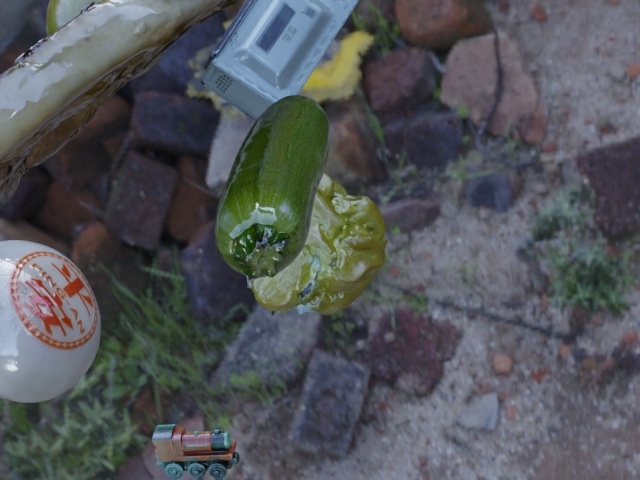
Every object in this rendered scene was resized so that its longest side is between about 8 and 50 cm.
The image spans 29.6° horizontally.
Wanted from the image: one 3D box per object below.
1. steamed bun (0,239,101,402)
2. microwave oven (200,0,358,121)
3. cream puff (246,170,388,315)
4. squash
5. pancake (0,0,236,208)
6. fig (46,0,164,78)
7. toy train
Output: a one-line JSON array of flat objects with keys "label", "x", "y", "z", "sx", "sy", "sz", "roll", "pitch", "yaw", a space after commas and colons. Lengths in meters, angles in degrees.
[{"label": "steamed bun", "x": -0.396, "y": 0.104, "z": 1.678, "sx": 0.145, "sy": 0.232, "sz": 0.232, "roll": -22, "pitch": 49, "yaw": 31}, {"label": "microwave oven", "x": -0.051, "y": -0.273, "z": 1.579, "sx": 0.122, "sy": 0.162, "sz": 0.208, "roll": 33, "pitch": 80, "yaw": -7}, {"label": "cream puff", "x": 0.002, "y": -0.005, "z": 1.601, "sx": 0.194, "sy": 0.195, "sz": 0.221, "roll": -17, "pitch": 33, "yaw": 4}, {"label": "squash", "x": -0.034, "y": -0.037, "z": 0.859, "sx": 0.069, "sy": 0.069, "sz": 0.258, "roll": -7, "pitch": 26, "yaw": 11}, {"label": "pancake", "x": -0.165, "y": -0.119, "z": 0.880, "sx": 0.356, "sy": 0.065, "sz": 0.356, "roll": -38, "pitch": 12, "yaw": 9}, {"label": "fig", "x": -0.250, "y": -0.272, "z": 1.456, "sx": 0.142, "sy": 0.148, "sz": 0.186, "roll": -31, "pitch": 21, "yaw": 27}, {"label": "toy train", "x": -0.150, "y": 0.254, "z": 1.469, "sx": 0.103, "sy": 0.064, "sz": 0.044, "roll": -2, "pitch": 26, "yaw": 9}]
